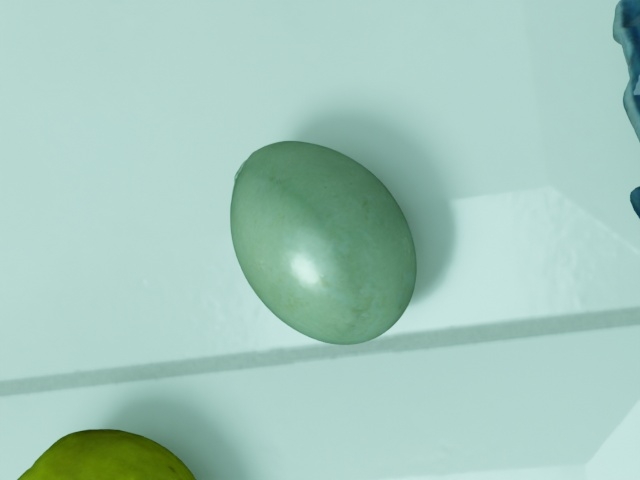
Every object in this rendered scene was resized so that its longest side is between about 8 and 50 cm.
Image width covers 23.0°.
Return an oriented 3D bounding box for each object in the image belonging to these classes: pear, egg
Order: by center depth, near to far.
[{"bbox_3d":[0.000,0.000,1.063,0.114,0.114,0.152,-43,78,17],"label":"egg"},{"bbox_3d":[-0.148,0.209,1.112,0.162,0.149,0.149,32,103,9],"label":"pear"}]

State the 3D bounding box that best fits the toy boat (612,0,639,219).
[{"bbox_3d":[0.266,-0.020,0.969,0.309,0.129,0.142,62,145,8],"label":"toy boat"}]
